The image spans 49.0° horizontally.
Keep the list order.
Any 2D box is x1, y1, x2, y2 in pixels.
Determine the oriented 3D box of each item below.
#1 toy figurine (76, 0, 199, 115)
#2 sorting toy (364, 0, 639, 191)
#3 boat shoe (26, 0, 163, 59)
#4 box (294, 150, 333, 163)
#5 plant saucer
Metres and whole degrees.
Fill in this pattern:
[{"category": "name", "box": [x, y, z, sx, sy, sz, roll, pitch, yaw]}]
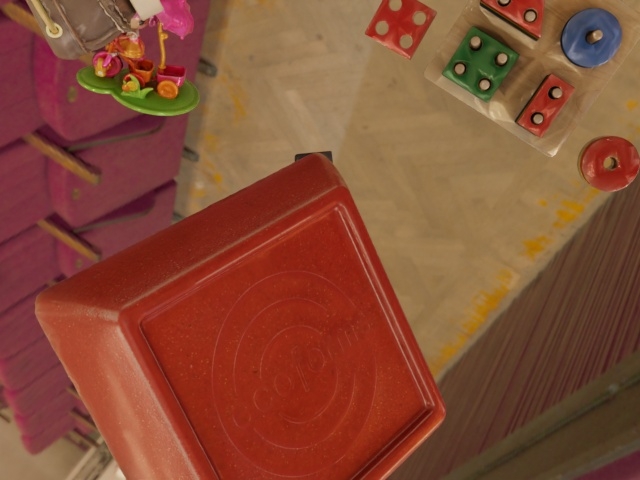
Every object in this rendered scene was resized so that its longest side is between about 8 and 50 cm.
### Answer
[{"category": "toy figurine", "box": [-0.241, -0.277, 0.962, 0.173, 0.130, 0.159, 10, 128, -10]}, {"category": "sorting toy", "box": [0.166, -0.162, 0.571, 0.274, 0.046, 0.132, 34, 105, 4]}, {"category": "boat shoe", "box": [-0.245, -0.291, 0.512, 0.324, 0.097, 0.116, 57, 180, -20]}, {"category": "box", "box": [0.000, 0.000, 1.055, 0.059, 0.183, 0.233, -6, 160, 0]}, {"category": "plant saucer", "box": [-0.022, 0.093, 0.501, 0.048, 0.258, 0.259, -13, 105, 53]}]
